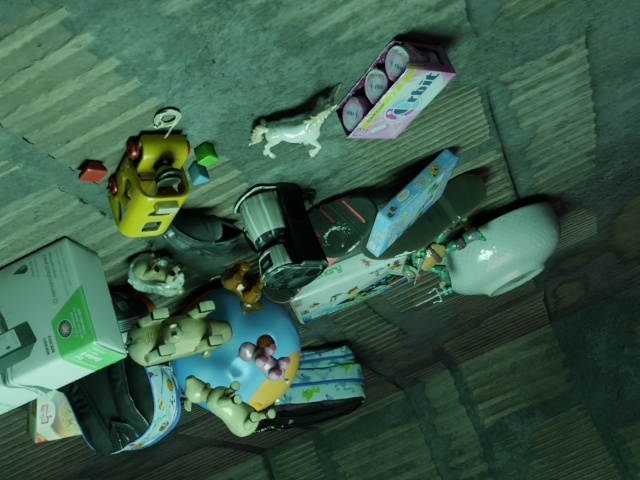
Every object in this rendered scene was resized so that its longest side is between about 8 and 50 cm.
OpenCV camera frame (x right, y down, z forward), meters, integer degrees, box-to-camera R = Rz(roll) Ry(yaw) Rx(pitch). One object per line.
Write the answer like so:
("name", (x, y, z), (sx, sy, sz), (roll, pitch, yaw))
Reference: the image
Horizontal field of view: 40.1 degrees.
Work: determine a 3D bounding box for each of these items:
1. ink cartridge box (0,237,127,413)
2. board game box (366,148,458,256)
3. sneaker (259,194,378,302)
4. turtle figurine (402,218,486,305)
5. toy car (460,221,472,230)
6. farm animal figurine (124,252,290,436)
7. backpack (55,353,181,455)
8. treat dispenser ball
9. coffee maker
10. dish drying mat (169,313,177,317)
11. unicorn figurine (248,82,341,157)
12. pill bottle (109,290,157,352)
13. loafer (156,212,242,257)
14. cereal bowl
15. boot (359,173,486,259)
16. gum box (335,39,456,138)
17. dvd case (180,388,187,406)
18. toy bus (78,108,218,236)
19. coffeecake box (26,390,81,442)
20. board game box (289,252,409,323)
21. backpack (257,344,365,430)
("ink cartridge box", (-0.516, 0.159, 1.546), (0.289, 0.211, 0.121), (-26, 158, 7))
("board game box", (0.186, -0.075, 1.783), (0.211, 0.039, 0.160), (-43, 166, -23))
("sneaker", (-0.001, 0.000, 1.847), (0.314, 0.116, 0.136), (-40, -179, 24))
("turtle figurine", (0.268, 0.036, 2.070), (0.234, 0.118, 0.175), (-45, 134, 7))
("toy car", (0.311, -0.010, 2.151), (0.122, 0.041, 0.060), (-15, 132, -11))
("farm animal figurine", (-0.231, 0.207, 1.699), (0.326, 0.330, 0.172), (12, 154, -27))
("backpack", (-0.438, 0.337, 1.952), (0.276, 0.263, 0.213), (-32, 155, 23))
("treat dispenser ball", (-0.187, 0.241, 1.936), (0.288, 0.288, 0.288), (-19, 157, -8))
("coffee maker", (-0.054, -0.010, 1.636), (0.171, 0.178, 0.120), (-14, 157, -18))
("dish drying mat", (-0.349, 0.192, 2.045), (0.032, 0.008, 0.083), (-18, 156, -13))
("unicorn figurine", (-0.035, -0.180, 1.426), (0.161, 0.060, 0.111), (-18, 158, -11))
("pill bottle", (-0.433, 0.171, 1.731), (0.130, 0.130, 0.245), (-36, 167, 31))
("loafer", (-0.219, -0.020, 1.607), (0.078, 0.076, 0.223), (-35, 160, 16))
("cereal bowl", (0.471, 0.045, 2.249), (0.338, 0.141, 0.339), (-24, 163, -8))
("boot", (0.231, -0.038, 1.948), (0.305, 0.112, 0.115), (-27, 168, 6))
("gum box", (0.122, -0.244, 1.422), (0.107, 0.062, 0.188), (-4, 152, -38))
("dvd case", (-0.477, 0.467, 2.519), (0.179, 0.030, 0.238), (-26, 157, 10))
("toy bus", (-0.257, -0.087, 1.373), (0.190, 0.104, 0.202), (-26, 158, 7))
("coffeecake box", (-0.593, 0.386, 2.077), (0.185, 0.142, 0.068), (-4, -164, -37))
("board game box", (0.071, 0.105, 2.175), (0.305, 0.053, 0.193), (-22, 157, -1))
("backpack", (-0.036, 0.446, 2.637), (0.355, 0.273, 0.290), (5, 150, -8))
